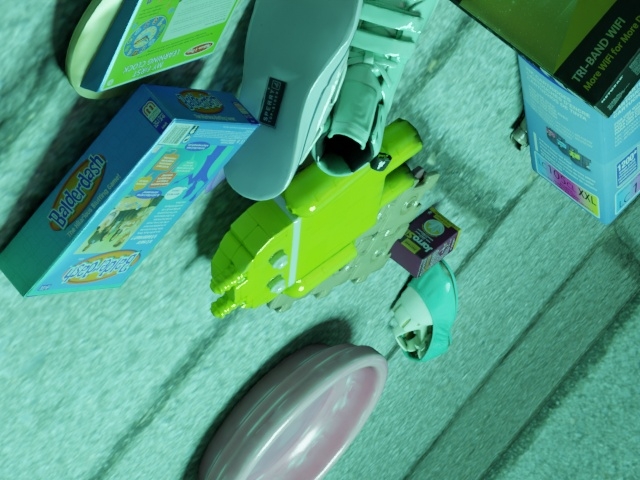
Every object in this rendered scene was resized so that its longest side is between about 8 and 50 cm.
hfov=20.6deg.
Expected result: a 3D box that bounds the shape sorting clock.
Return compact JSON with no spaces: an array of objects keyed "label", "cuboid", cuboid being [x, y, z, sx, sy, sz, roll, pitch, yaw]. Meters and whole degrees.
[{"label":"shape sorting clock","cuboid":[-0.120,-0.190,1.388,0.206,0.040,0.206,-41,163,-16]}]

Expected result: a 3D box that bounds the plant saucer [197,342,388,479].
[{"label":"plant saucer","cuboid":[-0.048,0.258,2.333,0.332,0.084,0.332,-42,159,-21]}]

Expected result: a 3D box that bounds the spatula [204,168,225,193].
[{"label":"spatula","cuboid":[-0.030,-0.105,1.768,0.296,0.030,0.084,-21,147,-56]}]

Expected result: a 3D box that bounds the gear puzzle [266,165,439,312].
[{"label":"gear puzzle","cuboid":[0.000,0.000,2.031,0.339,0.044,0.175,-18,145,-52]}]

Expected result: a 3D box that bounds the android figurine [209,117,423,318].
[{"label":"android figurine","cuboid":[-0.009,-0.017,1.829,0.273,0.056,0.248,-37,163,-20]}]

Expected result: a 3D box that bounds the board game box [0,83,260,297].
[{"label":"board game box","cuboid":[-0.165,-0.042,1.521,0.210,0.047,0.160,-48,164,17]}]

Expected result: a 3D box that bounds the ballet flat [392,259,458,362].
[{"label":"ballet flat","cuboid":[0.145,0.110,2.501,0.087,0.083,0.247,-30,154,-13]}]

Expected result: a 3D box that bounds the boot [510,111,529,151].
[{"label":"boot","cuboid":[0.299,-0.157,2.407,0.087,0.042,0.118,-44,160,2]}]

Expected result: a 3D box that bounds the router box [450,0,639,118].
[{"label":"router box","cuboid":[0.280,-0.316,1.742,0.309,0.243,0.081,-53,161,7]}]

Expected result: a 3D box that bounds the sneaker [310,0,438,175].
[{"label":"sneaker","cuboid":[0.055,-0.171,1.641,0.256,0.094,0.151,112,-13,-46]}]

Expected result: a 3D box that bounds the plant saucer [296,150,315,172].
[{"label":"plant saucer","cuboid":[-0.015,-0.084,1.824,0.083,0.015,0.083,-27,-179,1]}]

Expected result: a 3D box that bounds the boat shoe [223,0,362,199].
[{"label":"boat shoe","cuboid":[-0.022,-0.162,1.594,0.258,0.095,0.084,-65,173,27]}]

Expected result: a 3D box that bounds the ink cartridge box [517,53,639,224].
[{"label":"ink cartridge box","cuboid":[0.391,-0.239,2.236,0.270,0.151,0.395,-45,151,-15]}]

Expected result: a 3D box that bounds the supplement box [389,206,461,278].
[{"label":"supplement box","cuboid":[0.136,0.003,2.310,0.083,0.055,0.043,-38,156,-34]}]
